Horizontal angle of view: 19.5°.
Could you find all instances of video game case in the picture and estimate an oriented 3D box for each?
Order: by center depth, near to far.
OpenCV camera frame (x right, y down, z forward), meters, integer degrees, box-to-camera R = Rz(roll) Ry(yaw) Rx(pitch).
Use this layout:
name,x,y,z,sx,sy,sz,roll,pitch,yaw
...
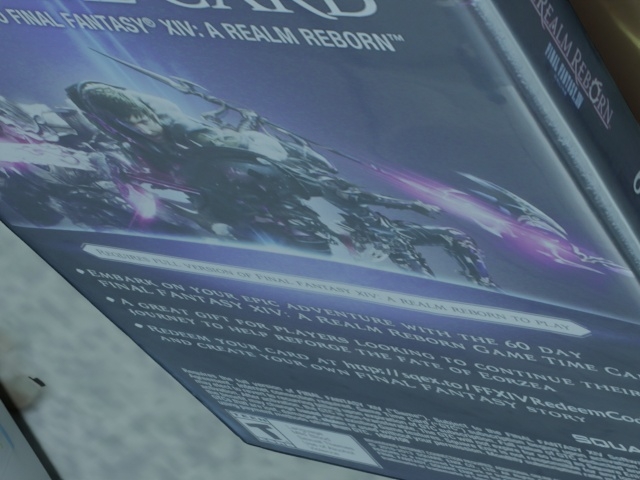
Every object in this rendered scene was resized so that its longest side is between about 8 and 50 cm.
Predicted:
name,x,y,z,sx,sy,sz,roll,pitch,yaw
video game case,0.000,0.000,0.442,0.196,0.026,0.274,8,154,34

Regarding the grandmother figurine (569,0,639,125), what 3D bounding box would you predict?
name,x,y,z,sx,sy,sz,roll,pitch,yaw
grandmother figurine,0.014,-0.061,0.451,0.342,0.104,0.208,28,142,-6

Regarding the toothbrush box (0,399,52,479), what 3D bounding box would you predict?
name,x,y,z,sx,sy,sz,roll,pitch,yaw
toothbrush box,-0.216,0.181,0.668,0.295,0.126,0.216,-12,124,23
